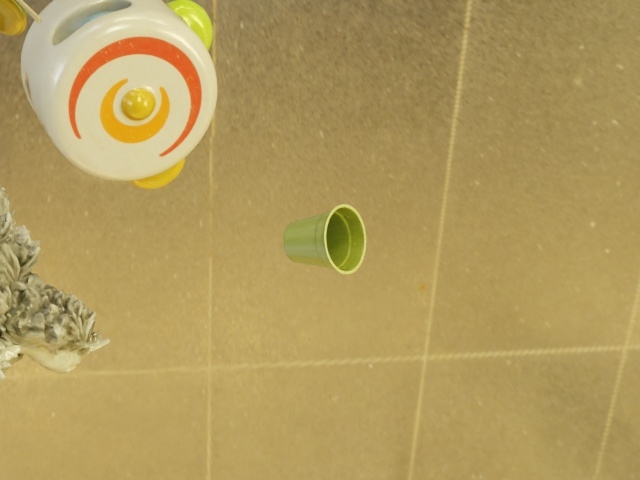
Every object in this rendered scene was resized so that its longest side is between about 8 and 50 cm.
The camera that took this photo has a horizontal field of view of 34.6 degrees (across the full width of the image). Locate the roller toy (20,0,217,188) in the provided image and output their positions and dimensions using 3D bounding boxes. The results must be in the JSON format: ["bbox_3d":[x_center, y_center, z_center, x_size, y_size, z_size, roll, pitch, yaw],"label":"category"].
[{"bbox_3d":[-0.215,-0.166,1.104,0.191,0.146,0.209,11,113,-34],"label":"roller toy"}]

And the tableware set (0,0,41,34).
[{"bbox_3d":[-0.330,-0.222,0.946,0.154,0.024,0.104,-15,129,38],"label":"tableware set"}]

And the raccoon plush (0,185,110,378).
[{"bbox_3d":[-0.197,-0.027,0.438,0.299,0.216,0.446,-12,164,-42],"label":"raccoon plush"}]

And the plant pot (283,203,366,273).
[{"bbox_3d":[0.000,0.000,1.240,0.079,0.083,0.083,-3,128,39],"label":"plant pot"}]
